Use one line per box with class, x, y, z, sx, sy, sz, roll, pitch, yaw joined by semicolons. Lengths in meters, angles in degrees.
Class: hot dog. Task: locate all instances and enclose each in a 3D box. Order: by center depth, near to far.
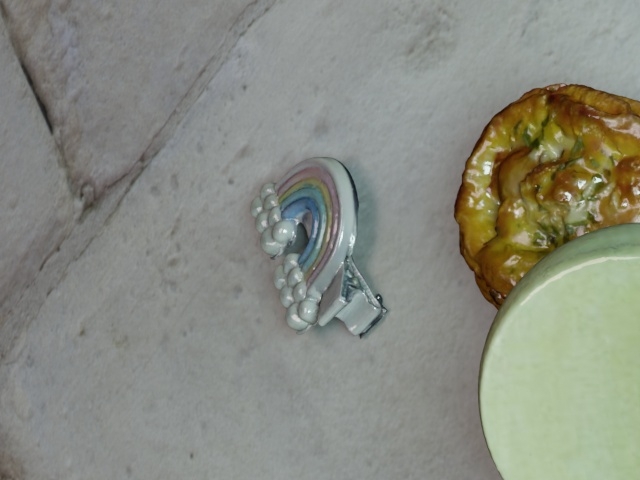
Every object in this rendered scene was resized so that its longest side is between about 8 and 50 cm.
hot dog;0.220;-0.019;1.369;0.272;0.122;0.196;24;99;51

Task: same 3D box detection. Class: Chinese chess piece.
Chinese chess piece;0.238;0.111;1.242;0.250;0.101;0.250;4;102;20

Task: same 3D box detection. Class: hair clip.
hair clip;0.000;0.000;1.675;0.140;0.054;0.220;-52;41;34
